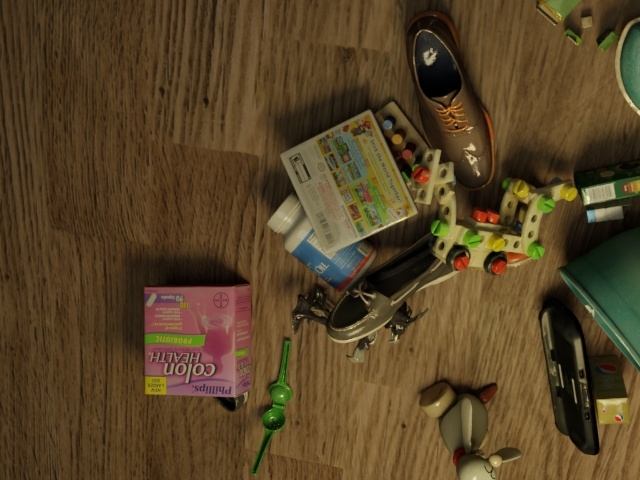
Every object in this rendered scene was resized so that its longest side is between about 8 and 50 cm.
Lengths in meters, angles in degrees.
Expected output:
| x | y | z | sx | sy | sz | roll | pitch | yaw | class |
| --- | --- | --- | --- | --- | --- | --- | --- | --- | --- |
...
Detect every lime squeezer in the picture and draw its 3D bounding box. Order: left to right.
| x | y | z | sx | sy | sz | roll | pitch | yaw | class |
| --- | --- | --- | --- | --- | --- | --- | --- | --- | --- |
| -0.110 | 0.382 | 1.965 | 0.059 | 0.110 | 0.310 | 12 | 82 | 26 | lime squeezer |

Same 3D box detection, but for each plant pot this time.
| x | y | z | sx | sy | sz | roll | pitch | yaw | class |
| --- | --- | --- | --- | --- | --- | --- | --- | --- | --- |
| 0.634 | 0.083 | 1.590 | 0.255 | 0.271 | 0.271 | -39 | 98 | 9 | plant pot |

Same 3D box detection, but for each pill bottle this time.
| x | y | z | sx | sy | sz | roll | pitch | yaw | class |
| --- | --- | --- | --- | --- | --- | --- | --- | --- | --- |
| 0.000 | 0.000 | 1.774 | 0.221 | 0.124 | 0.124 | 39 | 114 | -2 | pill bottle |

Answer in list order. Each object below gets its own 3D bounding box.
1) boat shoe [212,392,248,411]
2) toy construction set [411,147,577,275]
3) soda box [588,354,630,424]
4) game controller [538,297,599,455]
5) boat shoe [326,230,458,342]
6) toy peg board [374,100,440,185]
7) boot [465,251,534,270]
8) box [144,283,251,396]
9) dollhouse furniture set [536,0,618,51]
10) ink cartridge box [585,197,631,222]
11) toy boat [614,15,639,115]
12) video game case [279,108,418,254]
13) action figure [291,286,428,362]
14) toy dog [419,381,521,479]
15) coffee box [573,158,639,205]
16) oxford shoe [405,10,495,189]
| x | y | z | sx | sy | sz | roll | pitch | yaw | class |
| --- | --- | --- | --- | --- | --- | --- | --- | --- | --- |
| -0.264 | 0.313 | 1.983 | 0.080 | 0.076 | 0.228 | -35 | 99 | 23 | boat shoe |
| 0.312 | -0.052 | 1.595 | 0.328 | 0.151 | 0.215 | 13 | 110 | -23 | toy construction set |
| 0.584 | 0.300 | 1.714 | 0.061 | 0.181 | 0.058 | -7 | 108 | 15 | soda box |
| 0.514 | 0.280 | 1.733 | 0.067 | 0.166 | 0.319 | -17 | 108 | -10 | game controller |
| 0.144 | 0.078 | 1.699 | 0.335 | 0.112 | 0.095 | -32 | 135 | -15 | boat shoe |
| 0.127 | -0.166 | 1.704 | 0.161 | 0.079 | 0.160 | -35 | 99 | 22 | toy peg board |
| 0.368 | 0.011 | 1.727 | 0.158 | 0.059 | 0.084 | -6 | 104 | 17 | boot |
| -0.272 | 0.218 | 1.886 | 0.214 | 0.117 | 0.242 | 0 | 90 | 14 | box |
| 0.467 | -0.406 | 1.540 | 0.152 | 0.058 | 0.076 | 40 | 114 | -4 | dollhouse furniture set |
| 0.563 | -0.059 | 1.655 | 0.083 | 0.048 | 0.028 | -8 | 108 | 17 | ink cartridge box |
| 0.676 | -0.332 | 1.467 | 0.267 | 0.148 | 0.318 | 39 | 114 | -5 | toy boat |
| 0.055 | -0.114 | 1.680 | 0.206 | 0.026 | 0.226 | -25 | 87 | 14 | video game case |
| 0.088 | 0.177 | 1.807 | 0.276 | 0.164 | 0.140 | 6 | 99 | 22 | action figure |
| 0.335 | 0.399 | 1.770 | 0.161 | 0.333 | 0.220 | -41 | 123 | 7 | toy dog |
| 0.578 | -0.115 | 1.590 | 0.184 | 0.113 | 0.040 | -12 | 106 | 12 | coffee box |
| 0.240 | -0.248 | 1.612 | 0.130 | 0.132 | 0.363 | -19 | 109 | 18 | oxford shoe |
